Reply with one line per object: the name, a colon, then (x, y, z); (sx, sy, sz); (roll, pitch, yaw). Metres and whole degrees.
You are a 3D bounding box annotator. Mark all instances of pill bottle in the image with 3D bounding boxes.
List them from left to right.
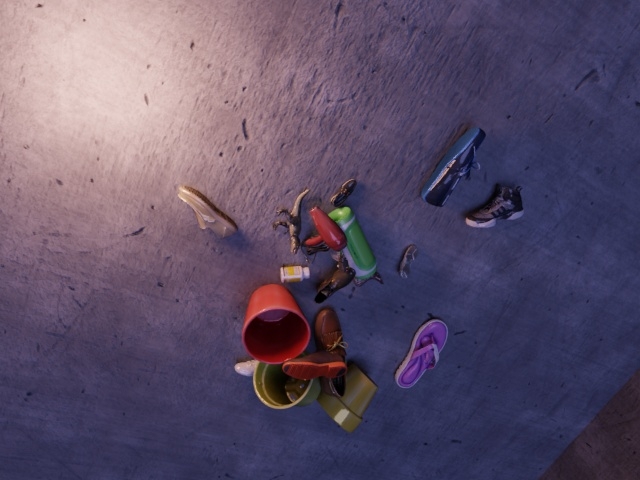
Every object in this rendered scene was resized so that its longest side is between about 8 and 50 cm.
pill bottle: (-0.107, 0.140, 1.812); (0.116, 0.065, 0.065); (-4, 116, -10)

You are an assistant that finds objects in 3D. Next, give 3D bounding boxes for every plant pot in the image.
plant pot: (-0.191, 0.323, 1.782); (0.274, 0.243, 0.275); (-5, 116, -10)
plant pot: (-0.117, 0.618, 1.918); (0.276, 0.276, 0.254); (-29, 144, 3)
plant pot: (0.137, 0.727, 2.060); (0.239, 0.254, 0.254); (-46, 117, -5)

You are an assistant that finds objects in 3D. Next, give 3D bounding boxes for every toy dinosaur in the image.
toy dinosaur: (-0.119, -0.079, 1.711); (0.118, 0.064, 0.268); (2, 113, -20)

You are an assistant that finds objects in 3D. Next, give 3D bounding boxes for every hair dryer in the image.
hair dryer: (0.000, 0.000, 1.679); (0.223, 0.080, 0.294); (14, 129, 23)

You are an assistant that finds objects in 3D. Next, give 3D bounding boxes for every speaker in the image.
speaker: (0.129, 0.014, 1.768); (0.131, 0.131, 0.297); (-27, 118, 2)

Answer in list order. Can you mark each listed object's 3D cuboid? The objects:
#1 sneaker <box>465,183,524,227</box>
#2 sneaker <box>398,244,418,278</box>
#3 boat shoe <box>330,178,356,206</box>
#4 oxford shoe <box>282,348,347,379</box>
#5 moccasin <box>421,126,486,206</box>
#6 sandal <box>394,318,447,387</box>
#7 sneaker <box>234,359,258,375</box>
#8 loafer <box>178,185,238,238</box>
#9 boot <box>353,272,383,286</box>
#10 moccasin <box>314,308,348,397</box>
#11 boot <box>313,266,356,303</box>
sneaker: (0.735, -0.153, 1.836); (0.268, 0.101, 0.153); (-14, 117, -12)
sneaker: (0.376, 0.089, 1.902); (0.053, 0.061, 0.152); (23, 89, -13)
boat shoe: (0.096, -0.184, 1.714); (0.049, 0.042, 0.133); (40, 100, -23)
oxford shoe: (-0.029, 0.496, 1.758); (0.271, 0.098, 0.097); (10, 125, -24)
moccasin: (0.538, -0.285, 1.719); (0.116, 0.138, 0.342); (30, 119, -9)
sandal: (0.513, 0.576, 2.134); (0.169, 0.102, 0.416); (16, 111, -19)
sneaker: (-0.282, 0.561, 1.978); (0.212, 0.080, 0.094); (10, 108, -27)
loafer: (-0.426, -0.094, 1.611); (0.092, 0.102, 0.268); (-45, 117, 4)
boot: (0.209, 0.179, 1.914); (0.114, 0.037, 0.106); (-34, 104, 2)
moccasin: (0.053, 0.494, 1.912); (0.139, 0.147, 0.380); (3, 83, -30)
boot: (0.057, 0.193, 1.799); (0.082, 0.106, 0.219); (44, 130, -9)
